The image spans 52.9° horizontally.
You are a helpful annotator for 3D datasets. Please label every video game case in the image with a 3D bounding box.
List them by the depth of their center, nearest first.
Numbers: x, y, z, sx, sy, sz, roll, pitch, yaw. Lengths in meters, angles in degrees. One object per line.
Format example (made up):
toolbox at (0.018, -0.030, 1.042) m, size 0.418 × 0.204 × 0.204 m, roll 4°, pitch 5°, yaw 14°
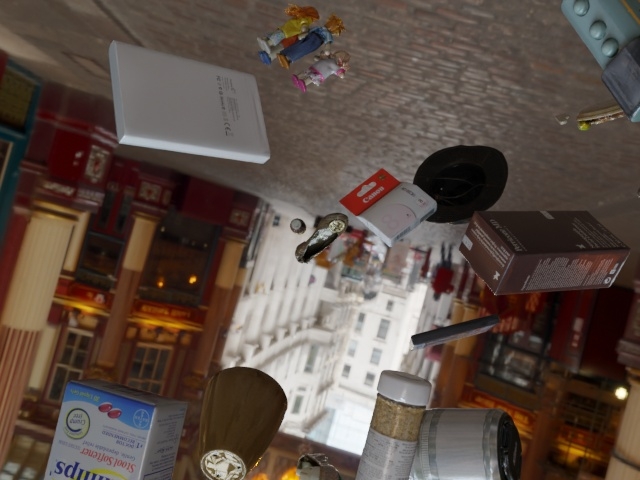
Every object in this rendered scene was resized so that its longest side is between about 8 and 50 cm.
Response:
video game case at (0.424, 0.300, 2.076) m, size 0.275 × 0.035 × 0.248 m, roll -15°, pitch 165°, yaw 3°

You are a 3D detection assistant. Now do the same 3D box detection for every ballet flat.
ballet flat at (-0.016, 0.688, 1.862) m, size 0.106 × 0.107 × 0.316 m, roll 14°, pitch 170°, yaw -8°
ballet flat at (0.000, 0.000, 1.922) m, size 0.084 × 0.058 × 0.250 m, roll 28°, pitch 135°, yaw -23°

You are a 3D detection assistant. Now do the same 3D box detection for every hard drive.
hard drive at (-0.287, -0.303, 1.444) m, size 0.353 × 0.233 × 0.047 m, roll 4°, pitch 156°, yaw -39°

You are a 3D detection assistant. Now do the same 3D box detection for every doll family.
doll family at (-0.035, -0.452, 1.443) m, size 0.263 × 0.163 × 0.118 m, roll 46°, pitch 166°, yaw 41°

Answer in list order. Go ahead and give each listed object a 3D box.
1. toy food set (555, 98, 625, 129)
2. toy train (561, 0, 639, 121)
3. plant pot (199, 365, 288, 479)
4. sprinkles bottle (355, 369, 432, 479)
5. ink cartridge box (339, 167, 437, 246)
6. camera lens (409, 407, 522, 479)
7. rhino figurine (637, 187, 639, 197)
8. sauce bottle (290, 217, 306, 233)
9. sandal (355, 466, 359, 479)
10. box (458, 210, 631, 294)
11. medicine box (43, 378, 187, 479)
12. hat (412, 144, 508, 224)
toy food set at (0.551, -0.241, 1.220) m, size 0.192 × 0.038 × 0.132 m, roll -15°, pitch -168°, yaw 21°
toy train at (0.500, -0.329, 1.002) m, size 0.190 × 0.334 × 0.142 m, roll -12°, pitch 156°, yaw -23°
plant pot at (-0.223, 0.501, 1.692) m, size 0.237 × 0.237 × 0.254 m, roll 15°, pitch -154°, yaw 0°
sprinkles bottle at (0.155, 0.479, 1.460) m, size 0.121 × 0.355 × 0.121 m, roll 14°, pitch 179°, yaw 0°
ink cartridge box at (0.195, -0.113, 1.893) m, size 0.232 × 0.189 × 0.066 m, roll 45°, pitch 163°, yaw 24°
camera lens at (0.370, 0.549, 1.674) m, size 0.274 × 0.219 × 0.219 m, roll -8°, pitch 167°, yaw 29°
rhino figurine at (0.877, -0.191, 1.619) m, size 0.073 × 0.243 × 0.106 m, roll -8°, pitch -161°, yaw -26°
sauce bottle at (-0.059, -0.037, 1.683) m, size 0.042 × 0.042 × 0.128 m, roll 15°, pitch 180°, yaw 2°
sandal at (0.155, 0.663, 1.812) m, size 0.049 × 0.072 × 0.180 m, roll 26°, pitch 138°, yaw -21°
box at (0.577, 0.024, 1.667) m, size 0.381 × 0.143 × 0.191 m, roll -3°, pitch -143°, yaw -23°
medicine box at (-0.498, 0.508, 1.561) m, size 0.264 × 0.289 × 0.149 m, roll 9°, pitch 173°, yaw 20°
hat at (0.437, -0.144, 1.988) m, size 0.331 × 0.331 × 0.134 m, roll 14°, pitch 149°, yaw 40°
